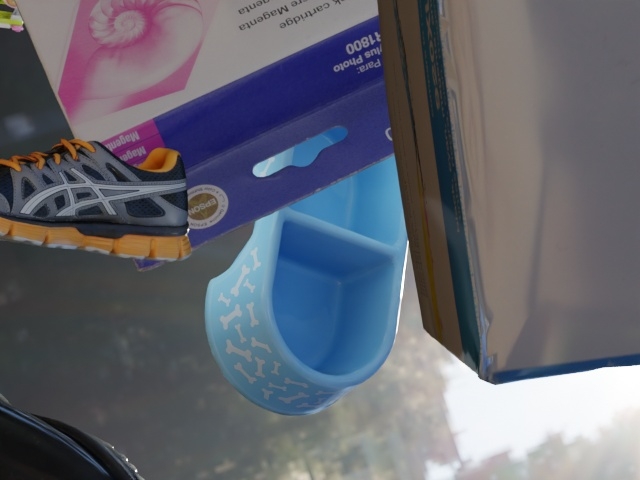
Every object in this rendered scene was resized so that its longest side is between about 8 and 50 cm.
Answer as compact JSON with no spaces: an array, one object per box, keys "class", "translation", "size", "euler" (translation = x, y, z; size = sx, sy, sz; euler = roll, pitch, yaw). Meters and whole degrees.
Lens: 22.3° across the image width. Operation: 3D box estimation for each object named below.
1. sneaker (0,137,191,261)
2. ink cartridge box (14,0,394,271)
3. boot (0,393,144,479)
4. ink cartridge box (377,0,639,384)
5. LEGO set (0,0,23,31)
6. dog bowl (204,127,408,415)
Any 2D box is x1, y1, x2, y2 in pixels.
[{"class":"sneaker","translation":[-0.184,-0.035,1.139],"size":[0.084,0.214,0.083],"euler":[9,-88,50]},{"class":"ink cartridge box","translation":[-0.068,-0.173,1.359],"size":[0.330,0.324,0.071],"euler":[60,-6,38]},{"class":"boot","translation":[-0.360,0.109,1.091],"size":[0.367,0.146,0.445],"euler":[24,-8,39]},{"class":"ink cartridge box","translation":[0.118,-0.049,0.607],"size":[0.232,0.171,0.168],"euler":[-159,-118,-88]},{"class":"LEGO set","translation":[-0.274,-0.275,1.592],"size":[0.107,0.287,0.132],"euler":[-89,164,-65]},{"class":"dog bowl","translation":[0.000,0.000,1.400],"size":[0.074,0.166,0.297],"euler":[-21,-125,53]}]
